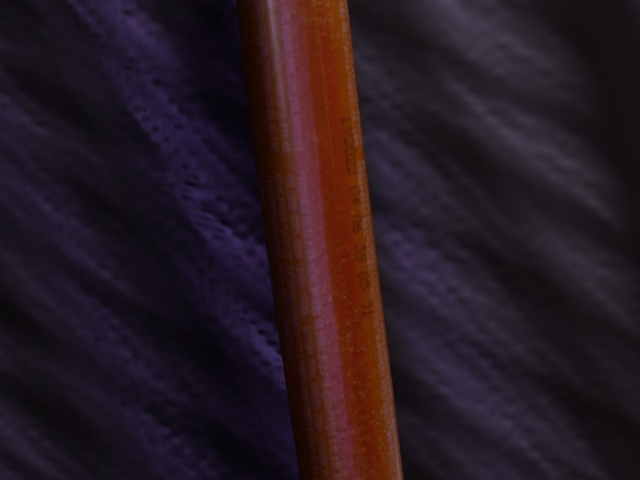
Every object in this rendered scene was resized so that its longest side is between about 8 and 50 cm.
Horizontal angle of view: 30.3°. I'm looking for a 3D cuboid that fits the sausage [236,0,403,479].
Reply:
[{"bbox_3d":[0.000,0.000,0.570,0.053,0.053,0.348,-5,97,14],"label":"sausage"}]
